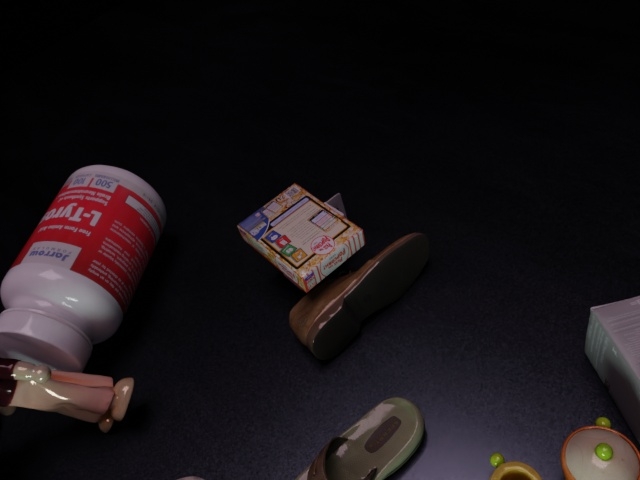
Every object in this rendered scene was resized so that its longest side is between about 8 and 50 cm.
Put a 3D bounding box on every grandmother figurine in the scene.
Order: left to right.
[{"bbox_3d":[-0.498,0.234,0.950,0.208,0.343,0.104,-47,34,31],"label":"grandmother figurine"}]

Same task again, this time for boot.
[{"bbox_3d":[0.070,0.077,1.073,0.305,0.112,0.115,-39,38,-16],"label":"boot"}]

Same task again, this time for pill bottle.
[{"bbox_3d":[-0.479,0.059,1.172,0.229,0.229,0.407,-3,47,16],"label":"pill bottle"}]

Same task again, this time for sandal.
[{"bbox_3d":[0.031,0.334,0.847,0.120,0.086,0.303,27,61,36],"label":"sandal"}]

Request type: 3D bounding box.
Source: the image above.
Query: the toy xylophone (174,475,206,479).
[{"bbox_3d":[-0.283,0.417,0.786,0.323,0.236,0.081,-16,88,2],"label":"toy xylophone"}]

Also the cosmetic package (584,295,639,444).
[{"bbox_3d":[0.469,0.205,0.802,0.107,0.127,0.237,-14,43,4],"label":"cosmetic package"}]

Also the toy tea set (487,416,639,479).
[{"bbox_3d":[0.337,0.372,0.686,0.200,0.124,0.336,-21,45,-2],"label":"toy tea set"}]

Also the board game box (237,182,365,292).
[{"bbox_3d":[-0.037,-0.011,1.078,0.147,0.045,0.193,-38,52,-19],"label":"board game box"}]

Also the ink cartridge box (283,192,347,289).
[{"bbox_3d":[0.000,0.000,1.160,0.180,0.104,0.060,-38,49,-18],"label":"ink cartridge box"}]
